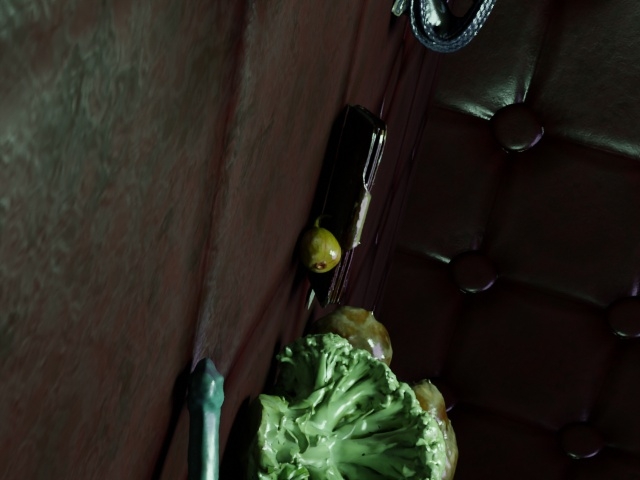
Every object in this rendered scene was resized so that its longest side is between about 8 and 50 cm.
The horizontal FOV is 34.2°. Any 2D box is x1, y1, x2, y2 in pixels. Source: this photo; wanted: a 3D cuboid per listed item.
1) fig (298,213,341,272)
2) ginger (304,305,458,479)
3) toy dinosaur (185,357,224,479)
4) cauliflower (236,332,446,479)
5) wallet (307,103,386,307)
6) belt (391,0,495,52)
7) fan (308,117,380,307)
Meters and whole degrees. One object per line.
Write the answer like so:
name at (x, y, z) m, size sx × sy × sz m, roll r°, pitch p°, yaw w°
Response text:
fig at (0.000, 0.000, 1.197) m, size 0.050 × 0.050 × 0.083 m, roll 99°, pitch -2°, yaw -46°
ginger at (0.064, 0.263, 1.400) m, size 0.256 × 0.176 × 0.375 m, roll -59°, pitch -145°, yaw 9°
toy dinosaur at (-0.102, 0.307, 0.894) m, size 0.383 × 0.129 × 0.331 m, roll 111°, pitch -22°, yaw -66°
cauliflower at (-0.006, 0.255, 1.177) m, size 0.250 × 0.275 × 0.272 m, roll 27°, pitch 94°, yaw -42°
wallet at (0.031, -0.040, 1.248) m, size 0.122 × 0.031 × 0.232 m, roll -122°, pitch -135°, yaw -66°
belt at (0.185, -0.382, 1.444) m, size 0.126 × 0.139 × 0.231 m, roll -70°, pitch 173°, yaw -71°
fan at (0.039, -0.025, 1.567) m, size 0.415 × 0.012 × 0.233 m, roll -66°, pitch 169°, yaw -51°
